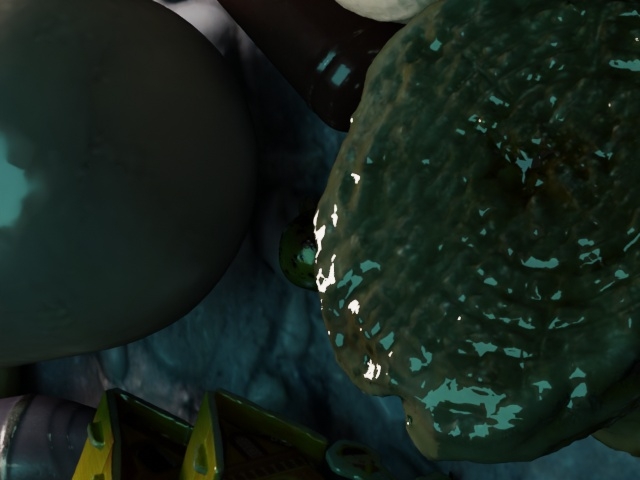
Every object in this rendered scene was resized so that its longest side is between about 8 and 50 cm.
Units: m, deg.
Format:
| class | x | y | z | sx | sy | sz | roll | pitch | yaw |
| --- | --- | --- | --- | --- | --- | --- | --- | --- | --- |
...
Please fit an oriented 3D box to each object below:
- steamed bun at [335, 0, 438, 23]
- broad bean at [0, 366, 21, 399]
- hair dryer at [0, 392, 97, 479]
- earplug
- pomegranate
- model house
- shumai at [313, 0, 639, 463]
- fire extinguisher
| class | x | y | z | sx | sy | sz | roll | pitch | yaw |
| --- | --- | --- | --- | --- | --- | --- | --- | --- | --- |
| steamed bun | 0.072 | -0.293 | 1.347 | 0.283 | 0.177 | 0.283 | 43 | 146 | 38 |
| broad bean | -0.380 | 0.170 | 1.995 | 0.189 | 0.121 | 0.263 | 48 | 115 | 36 |
| hair dryer | -0.305 | 0.309 | 1.915 | 0.301 | 0.121 | 0.361 | -1 | 119 | 14 |
| earplug | -0.243 | -0.054 | 1.643 | 0.394 | 0.313 | 0.312 | -11 | 93 | 45 |
| pomegranate | 0.001 | -0.001 | 1.588 | 0.073 | 0.073 | 0.084 | -17 | 64 | 46 |
| model house | -0.141 | 0.251 | 1.607 | 0.324 | 0.340 | 0.300 | 40 | 125 | 36 |
| shumai | 0.167 | 0.013 | 1.301 | 0.309 | 0.263 | 0.304 | -33 | 56 | 9 |
| fire extinguisher | 0.007 | -0.177 | 1.501 | 0.344 | 0.102 | 0.138 | 49 | 138 | 24 |
